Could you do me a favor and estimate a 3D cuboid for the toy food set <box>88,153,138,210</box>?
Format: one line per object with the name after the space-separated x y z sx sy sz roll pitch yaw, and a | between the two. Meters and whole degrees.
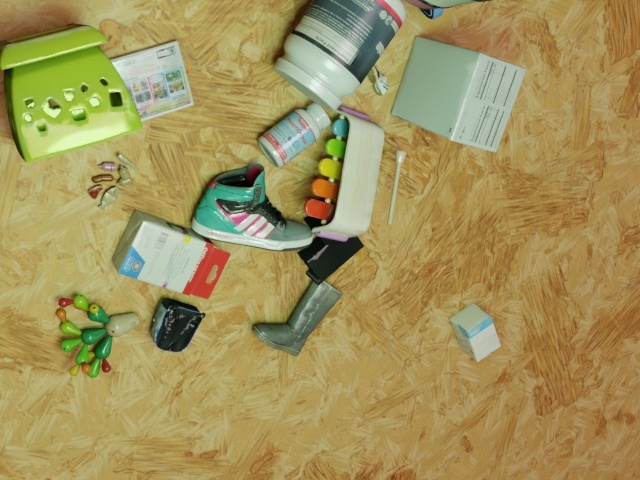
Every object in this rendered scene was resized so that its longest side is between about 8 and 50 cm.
-0.454 -0.130 1.745 0.122 0.019 0.078 -44 125 5 | toy food set

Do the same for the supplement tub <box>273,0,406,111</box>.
0.042 -0.441 1.772 0.191 0.191 0.272 33 93 -35 | supplement tub

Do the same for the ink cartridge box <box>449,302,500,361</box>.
0.454 0.275 2.368 0.090 0.092 0.143 -31 122 -13 | ink cartridge box

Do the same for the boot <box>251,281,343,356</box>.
-0.056 0.183 2.062 0.208 0.076 0.189 -52 139 9 | boot

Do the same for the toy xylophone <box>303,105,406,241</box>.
0.088 -0.147 1.935 0.236 0.081 0.323 22 80 -42 | toy xylophone

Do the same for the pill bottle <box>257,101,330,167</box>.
-0.059 -0.246 1.865 0.160 0.087 0.087 -39 124 -9 | pill bottle

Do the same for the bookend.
0.000 0.000 2.014 0.157 0.072 0.156 -41 123 -6 | bookend

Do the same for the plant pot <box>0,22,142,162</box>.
-0.491 -0.291 1.535 0.227 0.228 0.207 -21 112 -19 | plant pot

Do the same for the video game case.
-0.357 -0.331 1.709 0.157 0.019 0.143 -22 120 -20 | video game case

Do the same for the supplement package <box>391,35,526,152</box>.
0.318 -0.350 1.918 0.145 0.262 0.204 9 106 -32 | supplement package

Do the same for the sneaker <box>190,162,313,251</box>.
-0.137 -0.085 1.871 0.295 0.124 0.178 8 115 -24 | sneaker

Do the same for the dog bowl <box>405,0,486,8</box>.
0.235 -0.674 1.706 0.408 0.150 0.408 11 73 -41 | dog bowl

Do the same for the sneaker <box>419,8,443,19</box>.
0.195 -0.594 1.861 0.090 0.081 0.232 -39 117 -5 | sneaker

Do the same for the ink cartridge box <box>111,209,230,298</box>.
-0.337 0.036 1.843 0.231 0.078 0.134 22 100 -34 | ink cartridge box

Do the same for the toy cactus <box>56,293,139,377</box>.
-0.496 0.207 1.829 0.180 0.112 0.219 -21 111 -31 | toy cactus

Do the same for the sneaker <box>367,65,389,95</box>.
0.139 -0.390 1.949 0.037 0.032 0.083 -44 131 -21 | sneaker

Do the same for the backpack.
-0.344 0.199 1.906 0.105 0.084 0.114 20 97 -34 | backpack
